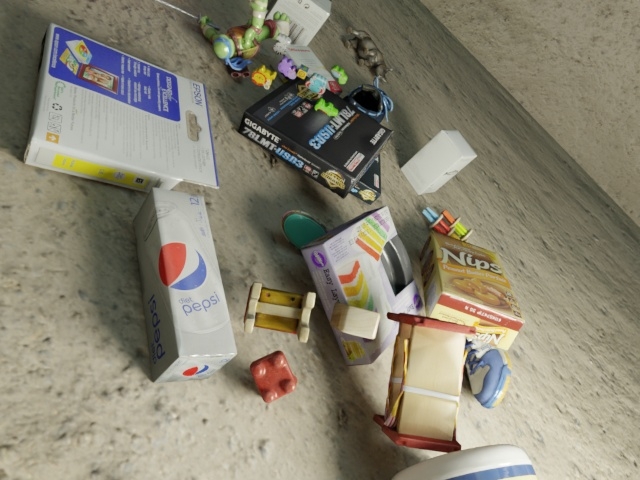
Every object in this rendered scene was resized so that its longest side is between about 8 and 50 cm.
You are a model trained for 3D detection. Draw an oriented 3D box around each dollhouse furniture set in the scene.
[{"bbox_3d":[0.050,0.202,0.827,0.373,0.152,0.202,12,83,-5],"label":"dollhouse furniture set"}]

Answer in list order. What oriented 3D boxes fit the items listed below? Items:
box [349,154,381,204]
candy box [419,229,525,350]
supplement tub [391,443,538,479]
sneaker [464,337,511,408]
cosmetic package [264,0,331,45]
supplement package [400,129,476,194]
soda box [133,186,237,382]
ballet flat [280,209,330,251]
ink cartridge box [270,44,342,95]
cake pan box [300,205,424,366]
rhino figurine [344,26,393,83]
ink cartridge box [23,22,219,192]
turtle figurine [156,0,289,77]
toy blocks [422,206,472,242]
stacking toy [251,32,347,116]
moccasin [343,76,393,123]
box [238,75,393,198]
[{"bbox_3d":[0.078,-0.216,1.324,0.175,0.051,0.220,28,41,-20],"label":"box"},{"bbox_3d":[0.334,0.101,1.156,0.182,0.088,0.316,20,27,-1],"label":"candy box"},{"bbox_3d":[0.242,0.482,0.716,0.228,0.228,0.317,14,48,-35],"label":"supplement tub"},{"bbox_3d":[0.344,0.244,1.144,0.130,0.112,0.297,26,34,-7],"label":"sneaker"},{"bbox_3d":[-0.067,-0.720,1.555,0.151,0.151,0.184,29,41,-23],"label":"cosmetic package"},{"bbox_3d":[0.350,-0.232,1.491,0.105,0.179,0.105,-13,66,-48],"label":"supplement package"},{"bbox_3d":[-0.215,0.062,0.767,0.091,0.098,0.287,8,53,-39],"label":"soda box"},{"bbox_3d":[0.000,0.000,1.054,0.221,0.077,0.079,34,17,-26],"label":"ballet flat"},{"bbox_3d":[-0.039,-0.461,1.416,0.127,0.072,0.175,-23,74,-50],"label":"ink cartridge box"},{"bbox_3d":[0.097,0.080,1.007,0.266,0.070,0.246,-28,101,-51],"label":"cake pan box"},{"bbox_3d":[0.182,-0.659,1.802,0.106,0.073,0.243,-20,73,-47],"label":"rhino figurine"},{"bbox_3d":[-0.353,-0.227,0.922,0.307,0.072,0.304,15,46,-37],"label":"ink cartridge box"},{"bbox_3d":[-0.204,-0.565,1.254,0.275,0.197,0.266,50,32,-3],"label":"turtle figurine"},{"bbox_3d":[0.362,-0.050,1.444,0.148,0.054,0.123,45,38,-1],"label":"toy blocks"},{"bbox_3d":[-0.044,-0.401,1.232,0.221,0.052,0.167,26,51,-12],"label":"stacking toy"},{"bbox_3d":[0.147,-0.403,1.503,0.138,0.117,0.342,45,38,-2],"label":"moccasin"},{"bbox_3d":[0.001,-0.265,1.215,0.293,0.073,0.296,32,42,5],"label":"box"}]
